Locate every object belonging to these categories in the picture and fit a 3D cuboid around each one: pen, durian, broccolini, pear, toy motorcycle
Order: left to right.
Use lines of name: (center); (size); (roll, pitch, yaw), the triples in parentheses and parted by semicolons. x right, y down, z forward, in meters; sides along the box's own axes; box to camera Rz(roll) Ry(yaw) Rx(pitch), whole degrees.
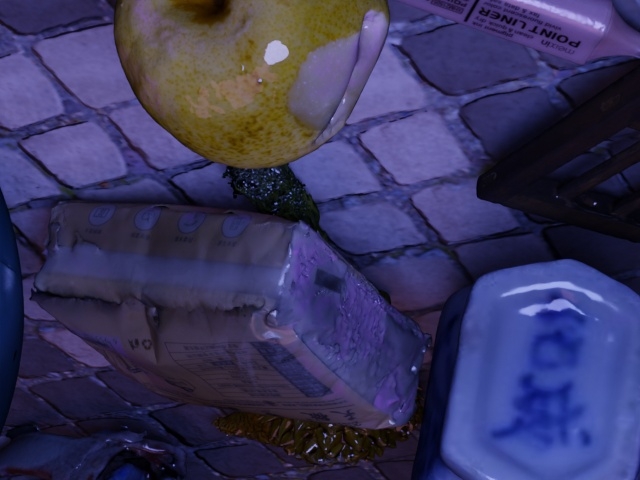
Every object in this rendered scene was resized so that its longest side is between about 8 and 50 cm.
toy motorcycle: (-0.227, 0.287, 1.743); (0.182, 0.241, 0.319); (-21, 169, -34)
pear: (-0.037, -0.127, 1.029); (0.178, 0.178, 0.178); (6, 147, 4)
durian: (-0.015, 0.168, 1.550); (0.224, 0.078, 0.140); (-18, 139, 33)
broccolini: (0.000, 0.000, 1.324); (0.054, 0.051, 0.239); (-45, 137, -3)
pen: (0.131, -0.146, 1.074); (0.197, 0.032, 0.053); (15, 147, -8)

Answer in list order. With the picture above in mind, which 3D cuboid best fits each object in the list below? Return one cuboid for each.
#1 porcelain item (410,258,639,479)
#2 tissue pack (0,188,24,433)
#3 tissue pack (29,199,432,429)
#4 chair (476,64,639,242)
porcelain item: (0.165, 0.148, 1.286); (0.179, 0.242, 0.405); (9, 164, 5)
tissue pack: (-0.339, 0.081, 1.350); (0.198, 0.206, 0.287); (1, 148, -15)
tissue pack: (-0.073, 0.062, 1.313); (0.257, 0.123, 0.215); (7, 157, 37)
chair: (0.293, -0.008, 1.038); (0.203, 0.240, 0.416); (13, 148, -28)
